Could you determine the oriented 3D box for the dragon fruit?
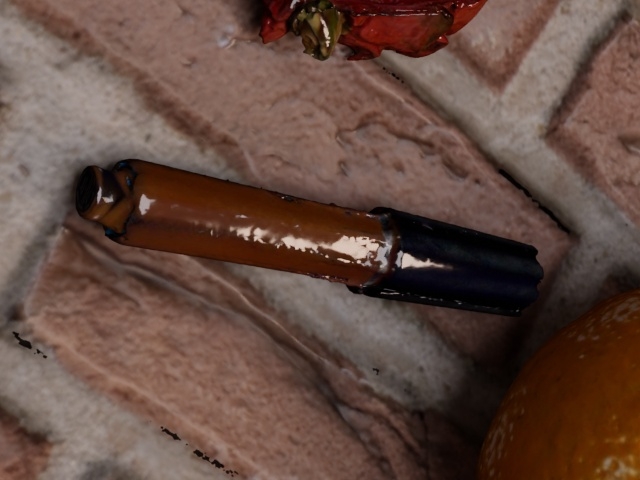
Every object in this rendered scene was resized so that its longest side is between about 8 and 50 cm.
[{"bbox_3d":[0.040,-0.202,1.473,0.192,0.092,0.123,-5,101,-29],"label":"dragon fruit"}]

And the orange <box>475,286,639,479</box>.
[{"bbox_3d":[0.329,0.222,1.579,0.423,0.326,0.424,-7,115,-14],"label":"orange"}]

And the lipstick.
[{"bbox_3d":[0.000,0.000,1.496,0.418,0.077,0.077,12,93,-30],"label":"lipstick"}]
